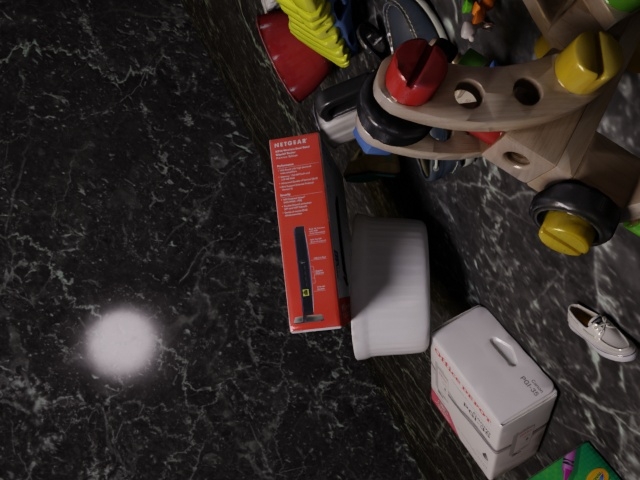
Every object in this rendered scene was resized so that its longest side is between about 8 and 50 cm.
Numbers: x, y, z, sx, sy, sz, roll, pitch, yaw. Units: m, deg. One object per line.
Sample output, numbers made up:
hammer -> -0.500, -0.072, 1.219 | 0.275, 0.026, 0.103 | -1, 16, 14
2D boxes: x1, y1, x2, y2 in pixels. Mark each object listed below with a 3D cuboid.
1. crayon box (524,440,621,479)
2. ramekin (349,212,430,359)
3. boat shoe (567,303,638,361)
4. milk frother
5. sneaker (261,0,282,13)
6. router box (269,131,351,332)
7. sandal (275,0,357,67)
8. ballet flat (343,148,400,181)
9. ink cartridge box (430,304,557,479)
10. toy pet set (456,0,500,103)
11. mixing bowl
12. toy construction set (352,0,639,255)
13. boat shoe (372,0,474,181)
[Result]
crayon box -> 0.386, 0.458, 0.908 | 0.081, 0.165, 0.278 | 55, 167, 38
ramekin -> 0.134, 0.085, 1.017 | 0.277, 0.135, 0.277 | -1, -90, -82
boat shoe -> 0.335, 0.107, 0.646 | 0.035, 0.035, 0.100 | 65, 176, -26
milk frother -> 0.053, -0.240, 0.834 | 0.129, 0.134, 0.143 | 40, -143, -52
sneaker -> -0.087, -0.498, 1.051 | 0.115, 0.090, 0.232 | 67, 168, -5
router box -> 0.000, 0.000, 0.968 | 0.335, 0.082, 0.301 | 26, -123, -80
sandal -> 0.013, -0.368, 0.810 | 0.126, 0.138, 0.317 | 34, -176, 8
ballet flat -> 0.104, -0.156, 1.070 | 0.232, 0.080, 0.073 | -170, 81, -74
ink cartridge box -> 0.306, 0.287, 1.002 | 0.207, 0.117, 0.283 | 55, 167, 40
toy pet set -> 0.184, -0.202, 0.603 | 0.122, 0.065, 0.114 | 107, 169, -72
mixing bowl -> -0.036, -0.365, 1.022 | 0.181, 0.098, 0.181 | 59, -165, -27
toy construction set -> 0.196, -0.136, 0.367 | 0.237, 0.257, 0.309 | 37, 142, 4
boat shoe -> 0.132, -0.203, 0.729 | 0.254, 0.079, 0.095 | 67, 169, -23
